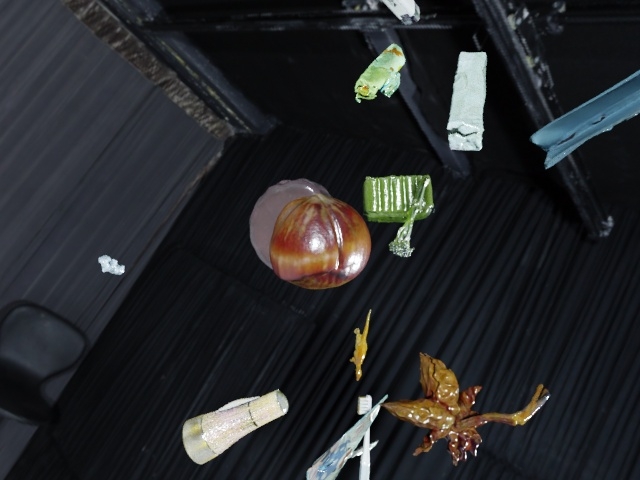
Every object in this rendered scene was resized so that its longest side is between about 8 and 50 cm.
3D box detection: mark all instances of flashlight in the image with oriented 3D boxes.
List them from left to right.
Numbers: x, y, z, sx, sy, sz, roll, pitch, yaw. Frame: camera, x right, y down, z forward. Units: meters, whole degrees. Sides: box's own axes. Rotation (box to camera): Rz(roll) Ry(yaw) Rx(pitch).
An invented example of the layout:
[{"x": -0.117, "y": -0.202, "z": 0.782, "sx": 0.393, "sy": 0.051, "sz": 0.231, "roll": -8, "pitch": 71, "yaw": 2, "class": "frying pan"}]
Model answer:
[{"x": 0.066, "y": -0.218, "z": 0.457, "sx": 0.018, "sy": 0.018, "sz": 0.083, "roll": -2, "pitch": -3, "yaw": 31, "class": "flashlight"}]

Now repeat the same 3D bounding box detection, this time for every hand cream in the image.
[{"x": -0.152, "y": 0.337, "z": 0.947, "sx": 0.084, "sy": 0.203, "sz": 0.084, "roll": 62, "pitch": 7, "yaw": -14, "class": "hand cream"}]

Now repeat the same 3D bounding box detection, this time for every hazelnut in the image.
[{"x": 0.000, "y": 0.000, "z": 1.148, "sx": 0.229, "sy": 0.230, "sz": 0.229, "roll": 31, "pitch": -11, "yaw": 7, "class": "hazelnut"}]

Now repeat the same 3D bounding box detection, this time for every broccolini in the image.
[{"x": 0.234, "y": -0.062, "z": 1.327, "sx": 0.058, "sy": 0.216, "sz": 0.067, "roll": 2, "pitch": 21, "yaw": -44, "class": "broccolini"}]

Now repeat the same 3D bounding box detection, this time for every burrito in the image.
[{"x": 0.186, "y": -0.476, "z": 1.474, "sx": 0.104, "sy": 0.288, "sz": 0.054, "roll": 35, "pitch": -38, "yaw": 3, "class": "burrito"}]

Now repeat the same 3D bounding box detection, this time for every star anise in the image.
[{"x": 0.305, "y": 0.350, "z": 1.085, "sx": 0.345, "sy": 0.238, "sz": 0.148, "roll": -7, "pitch": -20, "yaw": 12, "class": "star anise"}]

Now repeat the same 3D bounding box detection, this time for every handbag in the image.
[{"x": 0.438, "y": -0.193, "z": 0.759, "sx": 0.221, "sy": 0.144, "sz": 0.057, "roll": -37, "pitch": -103, "yaw": 49, "class": "handbag"}]

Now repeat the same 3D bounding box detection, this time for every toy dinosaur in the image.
[{"x": 0.118, "y": 0.292, "z": 1.422, "sx": 0.039, "sy": 0.162, "sz": 0.126, "roll": 12, "pitch": 31, "yaw": -9, "class": "toy dinosaur"}]

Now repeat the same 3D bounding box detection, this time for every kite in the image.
[{"x": 0.049, "y": 0.472, "z": 1.108, "sx": 0.011, "sy": 0.336, "sz": 0.314, "roll": 36, "pitch": 8, "yaw": 31, "class": "kite"}]

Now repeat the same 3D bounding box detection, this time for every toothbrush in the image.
[{"x": 0.094, "y": 0.521, "z": 1.144, "sx": 0.030, "sy": 0.343, "sz": 0.025, "roll": 3, "pitch": -4, "yaw": -10, "class": "toothbrush"}]

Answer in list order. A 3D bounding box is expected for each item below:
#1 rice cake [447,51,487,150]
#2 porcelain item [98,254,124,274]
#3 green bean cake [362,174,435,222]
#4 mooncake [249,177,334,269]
[{"x": 0.296, "y": -0.290, "z": 1.021, "sx": 0.066, "sy": 0.336, "sz": 0.063, "roll": 4, "pitch": -47, "yaw": 15, "class": "rice cake"}, {"x": -0.469, "y": 0.056, "z": 1.144, "sx": 0.083, "sy": 0.028, "sz": 0.036, "roll": 72, "pitch": 1, "yaw": -75, "class": "porcelain item"}, {"x": 0.276, "y": -0.146, "z": 1.866, "sx": 0.246, "sy": 0.157, "sz": 0.250, "roll": -3, "pitch": -5, "yaw": 4, "class": "green bean cake"}, {"x": -0.065, "y": -0.041, "z": 1.494, "sx": 0.282, "sy": 0.283, "sz": 0.141, "roll": 31, "pitch": 16, "yaw": 8, "class": "mooncake"}]
